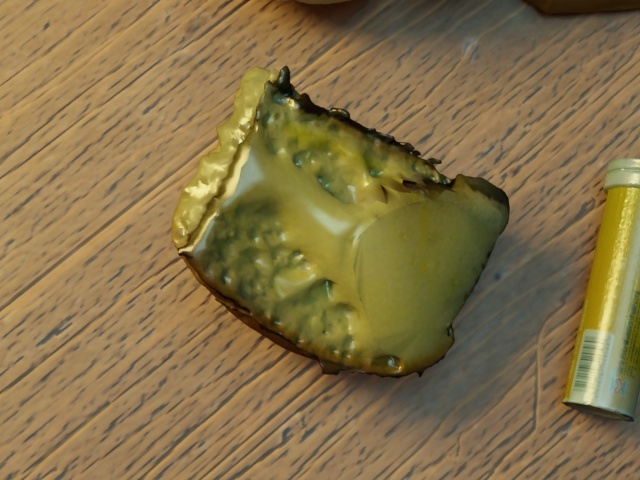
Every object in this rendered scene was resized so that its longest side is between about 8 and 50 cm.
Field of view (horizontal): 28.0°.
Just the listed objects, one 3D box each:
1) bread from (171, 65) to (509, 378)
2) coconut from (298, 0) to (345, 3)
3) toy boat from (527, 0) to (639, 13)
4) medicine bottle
[{"bbox_3d":[0.000,0.000,1.049,0.262,0.162,0.204,30,75,-21],"label":"bread"},{"bbox_3d":[-0.008,-0.331,1.070,0.259,0.259,0.259,1,78,-5],"label":"coconut"},{"bbox_3d":[0.265,-0.254,1.175,0.200,0.057,0.077,-6,74,-5],"label":"toy boat"},{"bbox_3d":[0.260,0.042,1.105,0.074,0.074,0.218,15,79,-1],"label":"medicine bottle"}]
